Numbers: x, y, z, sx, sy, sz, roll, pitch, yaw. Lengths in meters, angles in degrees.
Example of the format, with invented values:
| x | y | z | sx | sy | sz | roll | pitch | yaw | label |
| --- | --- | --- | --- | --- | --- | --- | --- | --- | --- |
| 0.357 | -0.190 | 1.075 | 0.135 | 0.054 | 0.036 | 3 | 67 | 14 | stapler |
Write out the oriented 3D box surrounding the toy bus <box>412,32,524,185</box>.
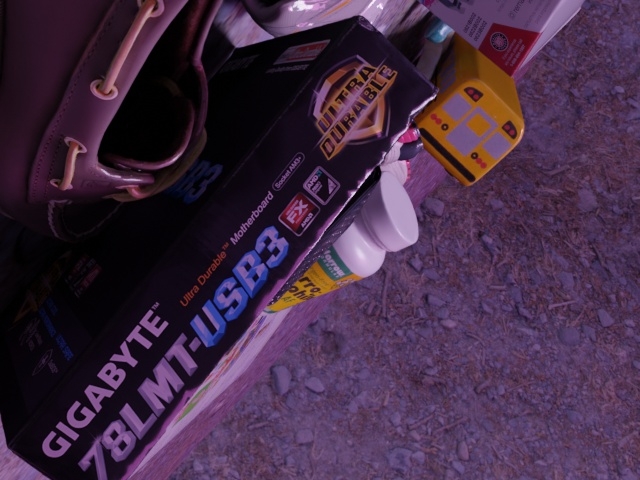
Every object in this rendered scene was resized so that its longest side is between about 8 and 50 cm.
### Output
| x | y | z | sx | sy | sz | roll | pitch | yaw | label |
| --- | --- | --- | --- | --- | --- | --- | --- | --- | --- |
| 0.178 | -0.182 | 1.442 | 0.130 | 0.108 | 0.333 | -45 | -168 | 21 | toy bus |

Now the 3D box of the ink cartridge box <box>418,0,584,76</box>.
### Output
| x | y | z | sx | sy | sz | roll | pitch | yaw | label |
| --- | --- | --- | --- | --- | --- | --- | --- | --- | --- |
| 0.150 | -0.260 | 0.948 | 0.127 | 0.176 | 0.128 | -44 | 170 | -30 | ink cartridge box |

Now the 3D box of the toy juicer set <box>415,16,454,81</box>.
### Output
| x | y | z | sx | sy | sz | roll | pitch | yaw | label |
| --- | --- | --- | --- | --- | --- | --- | --- | --- | --- |
| 0.195 | -0.329 | 1.353 | 0.329 | 0.089 | 0.209 | -44 | -162 | 29 | toy juicer set |

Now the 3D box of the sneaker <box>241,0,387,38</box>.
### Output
| x | y | z | sx | sy | sz | roll | pitch | yaw | label |
| --- | --- | --- | --- | --- | --- | --- | --- | --- | --- |
| 0.044 | -0.234 | 0.743 | 0.262 | 0.099 | 0.121 | -54 | 168 | 14 | sneaker |

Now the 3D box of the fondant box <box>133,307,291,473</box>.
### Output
| x | y | z | sx | sy | sz | roll | pitch | yaw | label |
| --- | --- | --- | --- | --- | --- | --- | --- | --- | --- |
| -0.145 | 0.127 | 1.412 | 0.238 | 0.096 | 0.330 | -54 | 173 | 28 | fondant box |

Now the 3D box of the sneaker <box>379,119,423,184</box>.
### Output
| x | y | z | sx | sy | sz | roll | pitch | yaw | label |
| --- | --- | --- | --- | --- | --- | --- | --- | --- | --- |
| 0.042 | -0.119 | 1.347 | 0.112 | 0.121 | 0.299 | -21 | 172 | -3 | sneaker |

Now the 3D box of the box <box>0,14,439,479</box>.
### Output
| x | y | z | sx | sy | sz | roll | pitch | yaw | label |
| --- | --- | --- | --- | --- | --- | --- | --- | --- | --- |
| -0.090 | -0.005 | 0.716 | 0.293 | 0.073 | 0.295 | -52 | -161 | -6 | box |

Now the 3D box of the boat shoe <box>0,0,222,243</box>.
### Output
| x | y | z | sx | sy | sz | roll | pitch | yaw | label |
| --- | --- | --- | --- | --- | --- | --- | --- | --- | --- |
| -0.108 | -0.073 | 0.566 | 0.116 | 0.096 | 0.324 | -49 | 173 | -29 | boat shoe |

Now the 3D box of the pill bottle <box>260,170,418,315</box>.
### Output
| x | y | z | sx | sy | sz | roll | pitch | yaw | label |
| --- | --- | --- | --- | --- | --- | --- | --- | --- | --- |
| 0.000 | 0.000 | 1.265 | 0.208 | 0.118 | 0.117 | -23 | -175 | 23 | pill bottle |

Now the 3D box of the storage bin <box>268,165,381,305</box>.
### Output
| x | y | z | sx | sy | sz | roll | pitch | yaw | label |
| --- | --- | --- | --- | --- | --- | --- | --- | --- | --- |
| -0.038 | -0.038 | 1.110 | 0.180 | 0.122 | 0.084 | -46 | 172 | -39 | storage bin |
